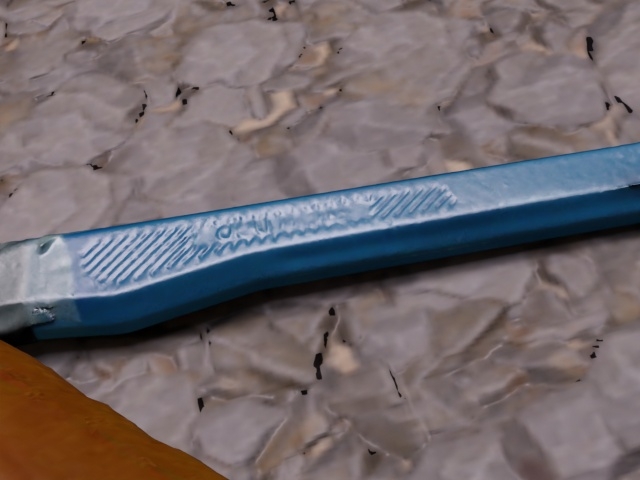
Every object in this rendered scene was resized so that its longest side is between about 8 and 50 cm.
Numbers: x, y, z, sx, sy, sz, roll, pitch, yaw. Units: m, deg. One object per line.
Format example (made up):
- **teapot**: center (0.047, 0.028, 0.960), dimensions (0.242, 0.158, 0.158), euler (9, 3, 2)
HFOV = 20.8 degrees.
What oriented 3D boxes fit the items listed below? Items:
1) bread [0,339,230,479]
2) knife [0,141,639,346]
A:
- **bread**: center (-0.113, 0.122, 0.396), dimensions (0.288, 0.156, 0.204), euler (26, 54, 39)
- **knife**: center (0.000, 0.002, 0.588), dimensions (0.296, 0.026, 0.044), euler (-9, 45, 4)
